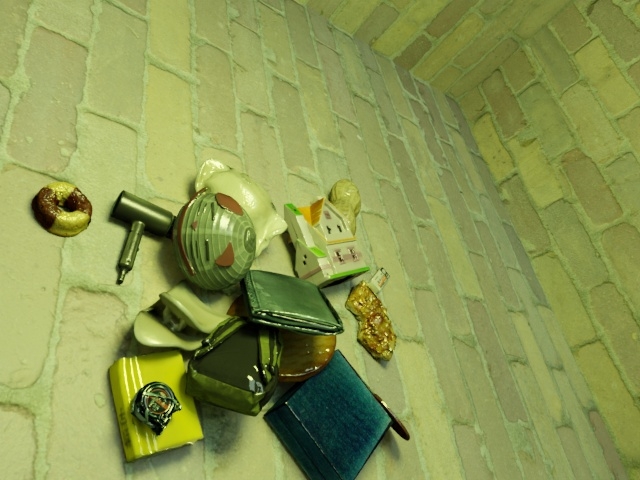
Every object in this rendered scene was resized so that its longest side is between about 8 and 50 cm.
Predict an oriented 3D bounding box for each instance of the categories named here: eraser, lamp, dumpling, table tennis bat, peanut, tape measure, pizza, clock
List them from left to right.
[{"bbox_3d":[-0.362,0.356,1.107,0.158,0.069,0.226,3,57,-47],"label":"eraser"},{"bbox_3d":[-0.339,0.339,1.043,0.094,0.054,0.091,51,37,-9],"label":"tape measure"},{"bbox_3d":[-0.277,-0.001,1.343,0.233,0.233,0.265,2,82,-44],"label":"lamp"},{"bbox_3d":[-0.268,-0.085,1.539,0.318,0.187,0.243,40,77,-1],"label":"dumpling"},{"bbox_3d":[0.000,0.000,1.704,0.235,0.166,0.309,-8,73,-48],"label":"clock"},{"bbox_3d":[0.090,-0.111,1.925,0.136,0.120,0.298,29,44,-19],"label":"peanut"},{"bbox_3d":[0.181,0.267,1.723,0.161,0.085,0.305,10,51,-39],"label":"pizza"},{"bbox_3d":[0.169,0.482,1.504,0.021,0.154,0.274,-37,73,-16],"label":"table tennis bat"},{"bbox_3d":[0.221,0.149,1.908,0.052,0.029,0.122,49,37,-2],"label":"eraser"}]

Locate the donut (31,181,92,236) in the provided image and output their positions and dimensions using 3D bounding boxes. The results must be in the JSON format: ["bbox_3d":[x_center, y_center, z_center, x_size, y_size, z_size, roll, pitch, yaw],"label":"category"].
[{"bbox_3d":[-0.622,-0.082,1.225,0.140,0.059,0.140,23,46,-27],"label":"donut"}]

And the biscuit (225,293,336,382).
[{"bbox_3d":[-0.108,0.250,1.392,0.318,0.040,0.318,11,39,-9],"label":"biscuit"}]

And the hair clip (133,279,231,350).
[{"bbox_3d":[-0.340,0.186,1.214,0.172,0.113,0.282,38,-1,6],"label":"hair clip"}]

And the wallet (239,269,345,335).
[{"bbox_3d":[-0.086,0.165,1.332,0.237,0.075,0.342,11,10,-16],"label":"wallet"}]

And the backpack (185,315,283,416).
[{"bbox_3d":[-0.190,0.277,1.188,0.207,0.140,0.253,18,31,2],"label":"backpack"}]

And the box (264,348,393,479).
[{"bbox_3d":[0.030,0.479,1.362,0.261,0.116,0.279,52,37,6],"label":"box"}]

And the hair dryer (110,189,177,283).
[{"bbox_3d":[-0.462,0.012,1.312,0.195,0.078,0.248,27,53,-29],"label":"hair dryer"}]
